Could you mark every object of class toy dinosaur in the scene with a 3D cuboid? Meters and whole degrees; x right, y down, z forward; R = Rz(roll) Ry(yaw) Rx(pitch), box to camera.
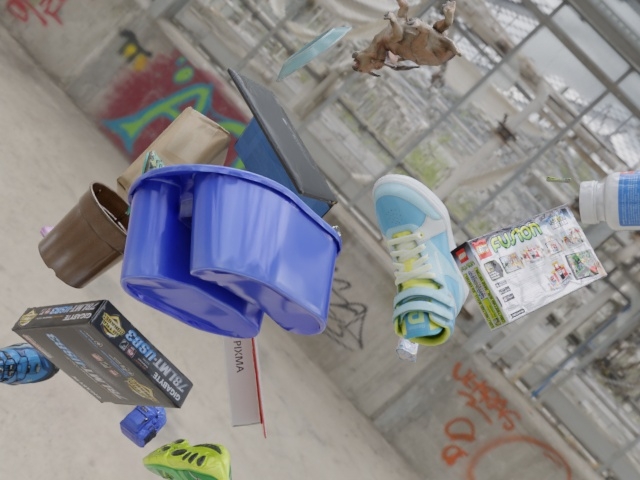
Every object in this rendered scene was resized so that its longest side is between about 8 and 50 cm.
[{"bbox_3d":[0.214,-0.435,1.627,0.296,0.127,0.200,26,-30,32],"label":"toy dinosaur"}]

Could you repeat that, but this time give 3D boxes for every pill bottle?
[{"bbox_3d":[0.649,-0.082,1.482,0.124,0.222,0.124,4,86,-62],"label":"pill bottle"}]

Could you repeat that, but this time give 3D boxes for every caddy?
[{"bbox_3d":[-0.116,0.011,1.003,0.341,0.241,0.179,41,49,-53],"label":"caddy"}]

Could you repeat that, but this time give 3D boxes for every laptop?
[{"bbox_3d":[-0.153,-0.204,1.989,0.381,0.236,0.408,59,16,13],"label":"laptop"}]

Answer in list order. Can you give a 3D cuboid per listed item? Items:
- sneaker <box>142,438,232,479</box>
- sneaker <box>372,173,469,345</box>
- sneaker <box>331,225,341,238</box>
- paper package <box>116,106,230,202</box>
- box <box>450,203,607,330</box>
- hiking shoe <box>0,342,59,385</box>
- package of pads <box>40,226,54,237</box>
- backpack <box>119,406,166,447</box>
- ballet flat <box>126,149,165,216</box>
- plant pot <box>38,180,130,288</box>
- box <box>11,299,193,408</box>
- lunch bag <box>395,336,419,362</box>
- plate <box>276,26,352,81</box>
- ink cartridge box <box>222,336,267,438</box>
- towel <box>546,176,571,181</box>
[{"bbox_3d":[-0.279,0.486,1.513,0.296,0.109,0.123,-13,-86,53],"label":"sneaker"},{"bbox_3d":[0.170,0.052,1.295,0.319,0.127,0.208,57,36,-26],"label":"sneaker"},{"bbox_3d":[0.000,0.000,2.164,0.170,0.071,0.068,-12,89,-61],"label":"sneaker"},{"bbox_3d":[-0.441,-0.187,2.183,0.168,0.324,0.309,37,-24,0],"label":"paper package"},{"bbox_3d":[0.275,0.030,0.947,0.207,0.036,0.114,-17,75,-34],"label":"box"},{"bbox_3d":[-0.805,0.322,1.798,0.304,0.113,0.132,3,12,-14],"label":"hiking shoe"},{"bbox_3d":[-0.772,-0.006,2.116,0.083,0.032,0.050,47,29,23],"label":"package of pads"},{"bbox_3d":[-0.506,0.521,2.111,0.098,0.120,0.101,34,-40,21],"label":"backpack"},{"bbox_3d":[-0.295,-0.094,1.294,0.070,0.070,0.188,47,-34,4],"label":"ballet flat"},{"bbox_3d":[-0.450,-0.002,1.431,0.167,0.165,0.167,50,5,-6],"label":"plant pot"},{"bbox_3d":[-0.468,0.250,1.567,0.295,0.293,0.073,54,45,-32],"label":"box"},{"bbox_3d":[0.217,0.254,1.801,0.053,0.071,0.083,5,-31,23],"label":"lunch bag"},{"bbox_3d":[-0.019,-0.387,1.482,0.024,0.188,0.188,54,6,-17],"label":"plate"},{"bbox_3d":[-0.149,0.197,1.354,0.261,0.066,0.296,165,-81,-86],"label":"ink cartridge box"},{"bbox_3d":[0.592,-0.151,1.810,0.060,0.009,0.083,6,2,18],"label":"towel"}]
